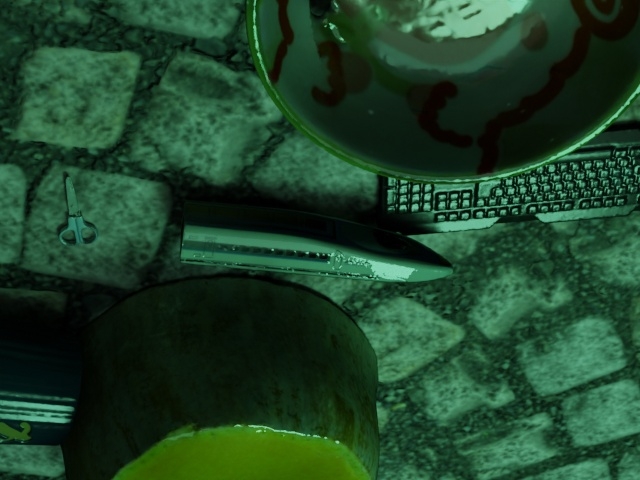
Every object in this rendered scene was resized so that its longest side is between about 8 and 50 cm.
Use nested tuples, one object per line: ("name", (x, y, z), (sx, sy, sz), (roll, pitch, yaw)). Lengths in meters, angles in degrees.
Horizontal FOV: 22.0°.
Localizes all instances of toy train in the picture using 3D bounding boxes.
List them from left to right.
("toy train", (0.000, 0.001, 1.485), (0.252, 0.055, 0.048), (5, 123, -9))

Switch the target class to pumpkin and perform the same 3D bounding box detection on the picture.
("pumpkin", (-0.096, 0.217, 1.589), (0.332, 0.199, 0.332), (-5, 136, -5))

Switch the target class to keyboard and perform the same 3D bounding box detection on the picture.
("keyboard", (0.181, -0.053, 1.500), (0.262, 0.016, 0.106), (-5, 133, -5))

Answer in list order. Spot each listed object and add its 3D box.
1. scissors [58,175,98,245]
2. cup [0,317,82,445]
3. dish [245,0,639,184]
("scissors", (-0.220, -0.026, 1.466), (0.036, 0.006, 0.083), (-5, 134, -2))
("cup", (-0.317, 0.134, 1.532), (0.155, 0.131, 0.176), (9, 160, -22))
("dish", (0.104, -0.205, 1.279), (0.324, 0.124, 0.324), (0, 130, 0))
